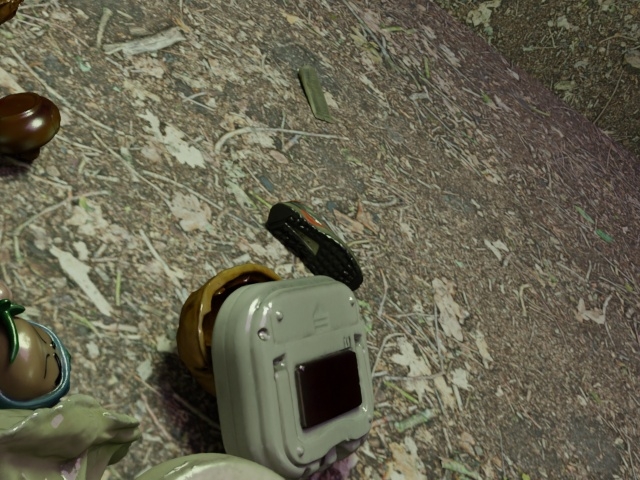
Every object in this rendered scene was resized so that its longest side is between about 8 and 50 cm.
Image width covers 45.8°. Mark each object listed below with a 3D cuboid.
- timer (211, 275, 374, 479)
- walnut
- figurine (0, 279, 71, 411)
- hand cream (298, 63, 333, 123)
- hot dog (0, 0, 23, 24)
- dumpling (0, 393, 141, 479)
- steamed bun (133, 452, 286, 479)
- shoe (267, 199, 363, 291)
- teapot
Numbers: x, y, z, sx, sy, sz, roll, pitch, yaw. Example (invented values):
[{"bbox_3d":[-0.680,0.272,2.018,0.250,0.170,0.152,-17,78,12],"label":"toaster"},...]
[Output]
[{"bbox_3d":[-0.021,0.164,0.929,0.262,0.087,0.236,-4,84,-57],"label":"timer"},{"bbox_3d":[-0.114,0.120,0.960,0.211,0.087,0.167,-29,101,-58],"label":"walnut"},{"bbox_3d":[-0.317,0.117,0.704,0.178,0.144,0.114,-3,44,-36],"label":"figurine"},{"bbox_3d":[-0.013,-0.327,1.675,0.057,0.037,0.165,10,52,-43],"label":"hand cream"},{"bbox_3d":[-0.526,-0.415,1.105,0.227,0.160,0.099,47,-7,17],"label":"hot dog"},{"bbox_3d":[-0.256,0.198,0.617,0.258,0.193,0.147,-12,59,-46],"label":"dumpling"},{"bbox_3d":[-0.108,0.317,0.689,0.232,0.145,0.231,18,51,-23],"label":"steamed bun"},{"bbox_3d":[0.001,0.001,1.261,0.194,0.074,0.077,41,26,1],"label":"shoe"},{"bbox_3d":[-0.389,-0.146,0.998,0.098,0.078,0.129,-12,34,-8],"label":"teapot"}]
